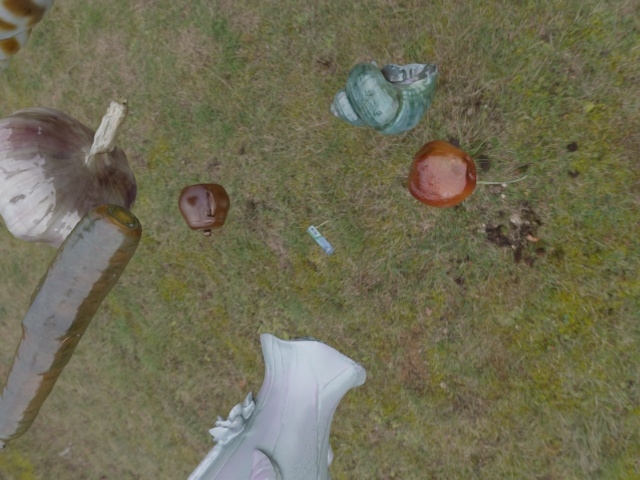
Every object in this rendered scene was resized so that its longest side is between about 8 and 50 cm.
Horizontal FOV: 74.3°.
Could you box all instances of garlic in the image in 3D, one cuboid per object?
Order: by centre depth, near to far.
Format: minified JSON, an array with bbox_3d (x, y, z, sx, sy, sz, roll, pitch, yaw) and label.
[{"bbox_3d":[-0.376,-0.126,0.665,0.253,0.245,0.245,-37,88,15],"label":"garlic"}]

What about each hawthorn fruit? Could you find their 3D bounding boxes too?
[{"bbox_3d":[0.362,-0.150,1.055,0.285,0.165,0.165,14,104,3],"label":"hawthorn fruit"}]

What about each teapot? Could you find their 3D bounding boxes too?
[{"bbox_3d":[-0.248,-0.063,0.912,0.173,0.116,0.116,-17,96,63],"label":"teapot"}]

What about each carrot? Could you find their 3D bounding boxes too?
[{"bbox_3d":[-0.296,0.104,0.462,0.070,0.070,0.342,37,105,8],"label":"carrot"}]

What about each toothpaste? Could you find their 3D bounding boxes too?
[{"bbox_3d":[0.000,0.000,1.019,0.020,0.017,0.083,-40,74,-3],"label":"toothpaste"}]

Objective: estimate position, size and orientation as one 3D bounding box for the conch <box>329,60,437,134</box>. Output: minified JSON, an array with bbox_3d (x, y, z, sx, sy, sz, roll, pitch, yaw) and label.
[{"bbox_3d":[0.150,-0.351,1.022,0.277,0.195,0.221,-15,54,19],"label":"conch"}]

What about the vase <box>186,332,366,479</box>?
[{"bbox_3d":[-0.078,0.360,0.611,0.249,0.250,0.446,14,63,14],"label":"vase"}]

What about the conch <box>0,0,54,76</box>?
[{"bbox_3d":[-0.413,-0.290,0.480,0.182,0.275,0.149,40,76,-1],"label":"conch"}]
